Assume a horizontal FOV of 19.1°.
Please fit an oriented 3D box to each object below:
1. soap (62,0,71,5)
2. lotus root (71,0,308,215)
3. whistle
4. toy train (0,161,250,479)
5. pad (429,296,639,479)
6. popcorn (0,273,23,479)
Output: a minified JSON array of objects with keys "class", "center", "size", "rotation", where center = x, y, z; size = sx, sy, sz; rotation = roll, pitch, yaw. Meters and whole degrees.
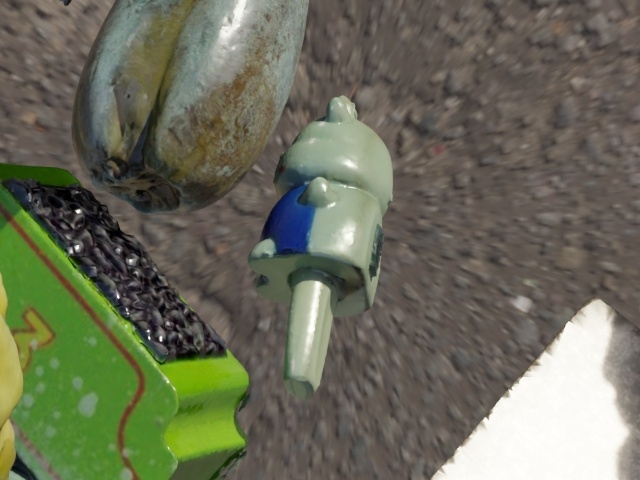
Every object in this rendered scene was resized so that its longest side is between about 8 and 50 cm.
[{"class":"soap","center":[-0.075,-0.258,1.201],"size":[0.293,0.156,0.077],"rotation":[-29,133,-23]},{"class":"lotus root","center":[-0.086,-0.171,1.528],"size":[0.158,0.140,0.322],"rotation":[14,70,24]},{"class":"whistle","center":[0.000,0.000,1.384],"size":[0.092,0.110,0.244],"rotation":[6,61,10]},{"class":"toy train","center":[-0.200,0.108,1.348],"size":[0.249,0.173,0.307],"rotation":[-46,74,14]},{"class":"pad","center":[0.115,0.144,0.821],"size":[0.158,0.003,0.235],"rotation":[41,60,7]},{"class":"popcorn","center":[-0.174,0.032,0.454],"size":[0.195,0.173,0.168],"rotation":[-2,122,-33]}]
